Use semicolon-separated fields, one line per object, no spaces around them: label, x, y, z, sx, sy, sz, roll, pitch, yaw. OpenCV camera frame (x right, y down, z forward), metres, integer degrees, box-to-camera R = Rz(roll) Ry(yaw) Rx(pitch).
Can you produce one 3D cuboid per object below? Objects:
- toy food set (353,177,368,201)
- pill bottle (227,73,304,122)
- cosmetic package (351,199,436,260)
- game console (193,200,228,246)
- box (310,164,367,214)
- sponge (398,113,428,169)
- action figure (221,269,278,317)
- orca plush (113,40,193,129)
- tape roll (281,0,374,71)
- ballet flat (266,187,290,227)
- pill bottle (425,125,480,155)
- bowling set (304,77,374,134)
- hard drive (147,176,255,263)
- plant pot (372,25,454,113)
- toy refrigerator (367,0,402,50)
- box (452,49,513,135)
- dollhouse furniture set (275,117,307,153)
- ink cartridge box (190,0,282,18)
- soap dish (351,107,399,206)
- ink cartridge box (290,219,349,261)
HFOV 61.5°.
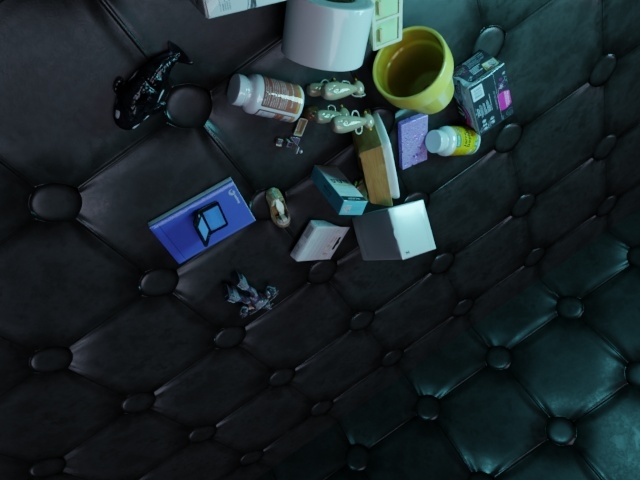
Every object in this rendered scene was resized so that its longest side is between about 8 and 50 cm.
toy food set;0.169;-0.196;2.146;0.192;0.038;0.132;-10;139;-31
pill bottle;-0.168;-0.441;1.651;0.216;0.121;0.121;5;124;-35
cosmetic package;0.272;-0.031;2.088;0.155;0.365;0.197;-16;94;-19
game console;-0.375;-0.055;1.846;0.071;0.107;0.122;-6;136;11
box;0.062;-0.183;1.931;0.101;0.244;0.060;0;127;-31
sponge;0.359;-0.385;2.091;0.117;0.031;0.210;-23;136;-13
action figure;-0.284;0.234;2.204;0.185;0.099;0.285;-46;140;4
orca plush;-0.469;-0.409;1.507;0.287;0.102;0.151;-37;137;2
tape roll;0.018;-0.607;1.527;0.246;0.246;0.169;-10;132;-25
ballet flat;-0.151;-0.105;2.001;0.073;0.067;0.206;-30;138;-6
pill bottle;0.515;-0.390;2.107;0.208;0.117;0.117;-8;131;-33
bowling set;0.043;-0.465;1.757;0.154;0.200;0.287;-13;91;-28
hard drive;-0.410;-0.066;1.896;0.319;0.040;0.210;-30;137;-5
plant pot;0.333;-0.541;1.800;0.254;0.254;0.239;-47;152;13
toy refrigerator;0.182;-0.705;1.595;0.102;0.094;0.269;-22;152;-5
box;0.596;-0.548;2.012;0.163;0.142;0.247;-34;136;1
dollhouse furniture set;-0.084;-0.352;1.810;0.091;0.081;0.114;4;125;-34
ink cartridge box;-0.197;-0.675;1.368;0.273;0.197;0.114;-21;134;-15
soap dish;0.193;-0.291;1.945;0.118;0.229;0.291;-15;136;3
ink cartridge box;0.000;0.000;2.217;0.225;0.056;0.181;-4;132;-53
